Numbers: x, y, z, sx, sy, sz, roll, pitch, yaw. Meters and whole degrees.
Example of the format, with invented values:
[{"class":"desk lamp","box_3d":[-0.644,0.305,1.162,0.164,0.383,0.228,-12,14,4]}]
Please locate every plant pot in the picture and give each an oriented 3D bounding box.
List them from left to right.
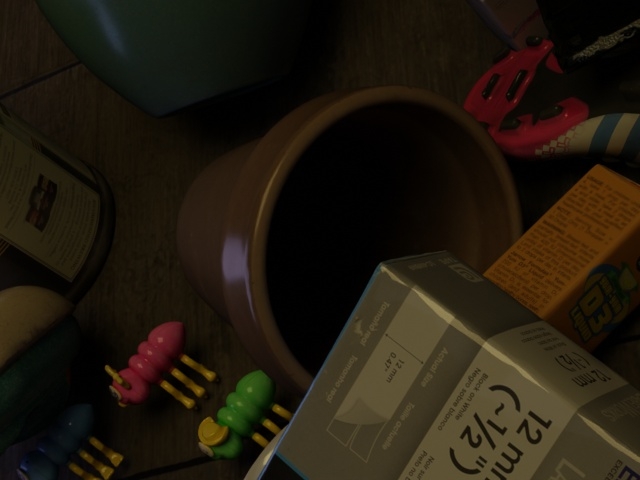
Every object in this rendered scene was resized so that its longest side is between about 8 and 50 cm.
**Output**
[{"class":"plant pot","box_3d":[-0.123,-0.228,1.512,0.290,0.290,0.195,-18,93,25]},{"class":"plant pot","box_3d":[0.000,0.000,1.318,0.229,0.263,0.263,10,70,57]}]

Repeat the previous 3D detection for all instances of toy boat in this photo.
[{"class":"toy boat","box_3d":[-0.331,0.180,1.466,0.148,0.267,0.318,45,109,-2]}]

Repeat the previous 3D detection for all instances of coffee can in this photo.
[{"class":"coffee can","box_3d":[-0.362,-0.052,1.542,0.202,0.275,0.201,-16,57,26]}]

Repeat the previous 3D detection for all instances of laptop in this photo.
[{"class":"laptop","box_3d":[0.291,-0.239,1.278,0.234,0.136,0.264,-29,44,18]}]

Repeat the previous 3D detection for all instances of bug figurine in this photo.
[{"class":"bug figurine","box_3d":[-0.144,0.180,1.392,0.279,0.072,0.216,25,75,40]}]

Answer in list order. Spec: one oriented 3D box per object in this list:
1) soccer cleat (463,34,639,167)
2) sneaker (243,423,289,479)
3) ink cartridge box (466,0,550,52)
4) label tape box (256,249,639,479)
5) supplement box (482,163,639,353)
[{"class":"soccer cleat","box_3d":[0.244,-0.094,1.279,0.331,0.143,0.116,-1,56,59]},{"class":"sneaker","box_3d":[-0.006,0.281,1.247,0.161,0.102,0.282,24,91,36]},{"class":"ink cartridge box","box_3d":[0.158,-0.214,1.384,0.052,0.122,0.088,-44,50,6]},{"class":"label tape box","box_3d":[0.134,0.206,1.074,0.348,0.115,0.249,38,111,24]},{"class":"supplement box","box_3d":[0.171,0.052,1.225,0.233,0.078,0.080,-45,44,-12]}]
